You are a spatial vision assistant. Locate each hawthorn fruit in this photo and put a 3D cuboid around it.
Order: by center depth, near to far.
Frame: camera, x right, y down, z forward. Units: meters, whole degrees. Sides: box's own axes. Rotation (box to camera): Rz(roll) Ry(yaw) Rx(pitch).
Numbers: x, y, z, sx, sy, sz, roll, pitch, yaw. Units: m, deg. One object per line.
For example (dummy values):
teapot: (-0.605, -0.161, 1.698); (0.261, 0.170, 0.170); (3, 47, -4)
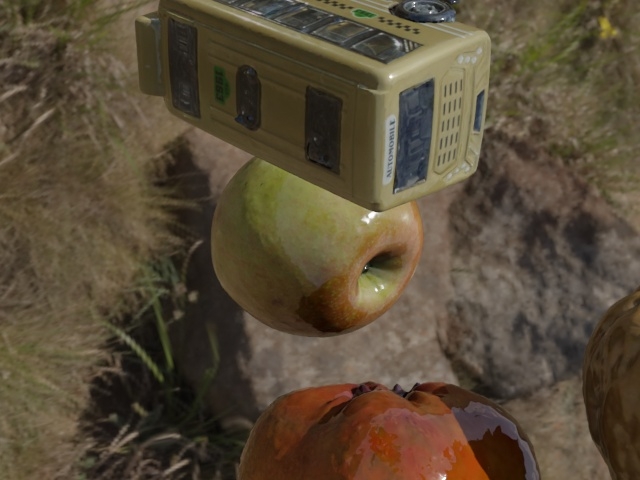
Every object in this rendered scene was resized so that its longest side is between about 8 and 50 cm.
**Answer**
hawthorn fruit: (0.091, 0.417, 1.528); (0.471, 0.471, 0.472); (18, 63, -40)

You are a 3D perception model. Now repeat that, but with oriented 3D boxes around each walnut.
walnut: (0.497, 0.216, 1.381); (0.306, 0.306, 0.344); (-28, 118, -47)

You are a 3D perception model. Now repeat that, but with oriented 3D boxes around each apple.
apple: (0.000, 0.000, 1.627); (0.319, 0.277, 0.319); (-16, 121, -28)

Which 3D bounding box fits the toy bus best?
toy bus: (-0.015, -0.175, 1.093); (0.202, 0.365, 0.177); (-27, 131, -38)
